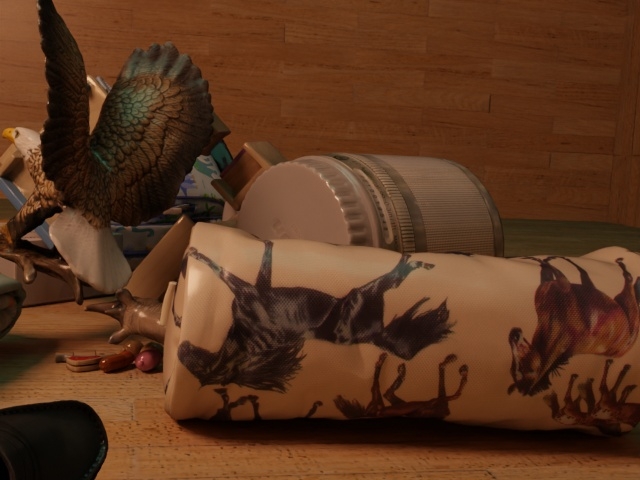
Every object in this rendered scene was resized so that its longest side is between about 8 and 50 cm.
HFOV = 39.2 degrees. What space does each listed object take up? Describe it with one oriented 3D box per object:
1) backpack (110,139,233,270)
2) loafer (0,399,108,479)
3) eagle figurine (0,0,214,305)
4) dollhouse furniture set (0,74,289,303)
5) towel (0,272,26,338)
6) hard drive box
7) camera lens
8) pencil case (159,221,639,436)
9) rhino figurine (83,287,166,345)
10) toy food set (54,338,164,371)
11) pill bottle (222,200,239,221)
[{"bbox_3d":[-0.309,-0.078,1.535,0.355,0.273,0.290,-13,55,-20],"label":"backpack"},{"bbox_3d":[-0.170,0.126,0.441,0.078,0.076,0.223,-37,-7,22],"label":"loafer"},{"bbox_3d":[-0.249,-0.101,0.945,0.225,0.298,0.226,28,1,-6],"label":"eagle figurine"},{"bbox_3d":[-0.218,-0.097,1.184,0.303,0.286,0.198,46,16,9],"label":"dollhouse furniture set"},{"bbox_3d":[-0.464,0.016,0.774,0.320,0.090,0.374,27,2,2],"label":"towel"},{"bbox_3d":[-0.423,0.026,1.267,0.232,0.089,0.181,8,8,34],"label":"hard drive box"},{"bbox_3d":[0.065,0.008,1.065,0.274,0.220,0.219,-2,8,-43],"label":"camera lens"},{"bbox_3d":[0.066,0.074,0.744,0.410,0.160,0.183,3,-4,-4],"label":"pencil case"},{"bbox_3d":[-0.112,0.084,0.876,0.243,0.073,0.106,11,6,2],"label":"rhino figurine"},{"bbox_3d":[-0.196,0.113,0.886,0.122,0.019,0.078,1,7,-23],"label":"toy food set"},{"bbox_3d":[0.000,0.000,1.384,0.283,0.161,0.161,1,6,-18],"label":"pill bottle"}]
